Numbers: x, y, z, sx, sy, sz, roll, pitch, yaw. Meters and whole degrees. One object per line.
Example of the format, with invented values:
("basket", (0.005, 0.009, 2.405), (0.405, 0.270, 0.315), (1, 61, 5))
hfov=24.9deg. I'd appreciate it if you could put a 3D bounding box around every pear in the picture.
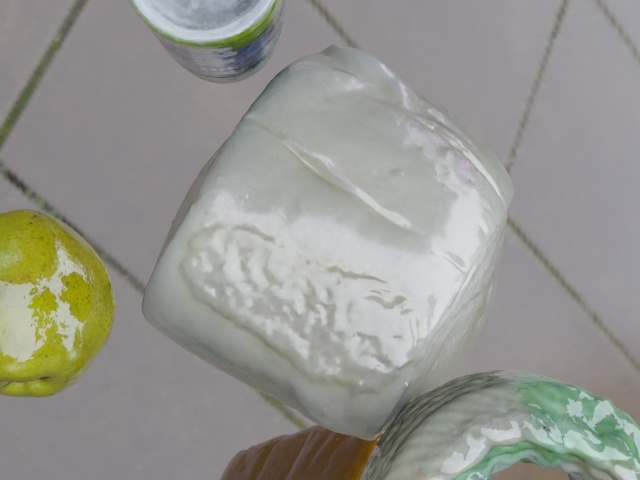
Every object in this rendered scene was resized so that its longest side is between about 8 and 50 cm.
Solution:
("pear", (-0.314, 0.069, 1.530), (0.198, 0.198, 0.198), (11, 75, -46))

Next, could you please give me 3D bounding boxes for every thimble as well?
("thimble", (0.121, 0.192, 0.917), (0.150, 0.219, 0.219), (-164, -117, -88))

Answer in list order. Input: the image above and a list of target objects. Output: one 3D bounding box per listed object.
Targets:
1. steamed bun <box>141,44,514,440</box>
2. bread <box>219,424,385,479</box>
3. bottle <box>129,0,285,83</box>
("steamed bun", (0.029, -0.013, 1.113), (0.236, 0.247, 0.383), (-60, 175, 9))
("bread", (-0.014, 0.278, 1.618), (0.077, 0.361, 0.138), (36, 59, -17))
("bottle", (-0.068, -0.157, 0.952), (0.330, 0.093, 0.093), (-126, -156, -87))
